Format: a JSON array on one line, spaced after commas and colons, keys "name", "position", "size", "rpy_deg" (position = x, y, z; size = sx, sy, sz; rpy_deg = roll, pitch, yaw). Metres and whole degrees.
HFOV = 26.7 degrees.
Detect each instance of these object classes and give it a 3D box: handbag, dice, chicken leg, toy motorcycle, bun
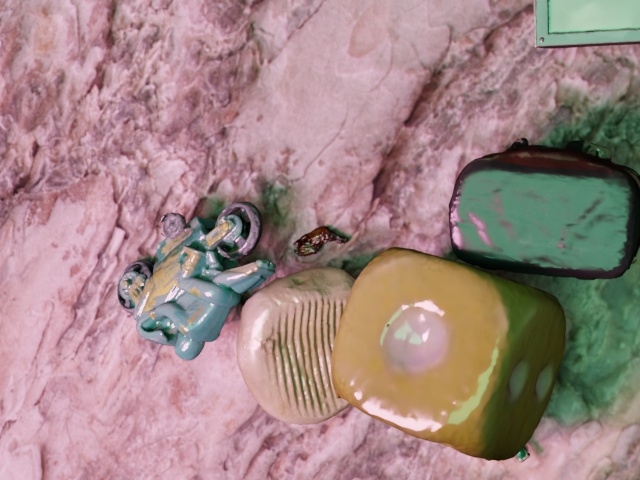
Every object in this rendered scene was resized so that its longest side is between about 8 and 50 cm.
[{"name": "handbag", "position": [0.299, -0.041, 1.763], "size": [0.254, 0.181, 0.181], "rpy_deg": [4, 97, 15]}, {"name": "dice", "position": [0.171, 0.145, 1.774], "size": [0.238, 0.233, 0.227], "rpy_deg": [19, 90, 29]}, {"name": "chicken leg", "position": [-0.002, -0.001, 1.949], "size": [0.083, 0.021, 0.036], "rpy_deg": [-20, 80, 15]}, {"name": "toy motorcycle", "position": [-0.187, 0.065, 1.940], "size": [0.296, 0.109, 0.198], "rpy_deg": [-34, 58, 31]}, {"name": "bun", "position": [-0.019, 0.141, 1.902], "size": [0.231, 0.133, 0.231], "rpy_deg": [-5, 106, -16]}]

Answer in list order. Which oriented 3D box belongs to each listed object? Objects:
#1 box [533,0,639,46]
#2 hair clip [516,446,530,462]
[{"name": "box", "position": [0.393, -0.320, 1.750], "size": [0.225, 0.086, 0.129], "rpy_deg": [0, 96, 19]}, {"name": "hair clip", "position": [0.241, 0.232, 1.888], "size": [0.049, 0.049, 0.173], "rpy_deg": [-38, 82, 18]}]
